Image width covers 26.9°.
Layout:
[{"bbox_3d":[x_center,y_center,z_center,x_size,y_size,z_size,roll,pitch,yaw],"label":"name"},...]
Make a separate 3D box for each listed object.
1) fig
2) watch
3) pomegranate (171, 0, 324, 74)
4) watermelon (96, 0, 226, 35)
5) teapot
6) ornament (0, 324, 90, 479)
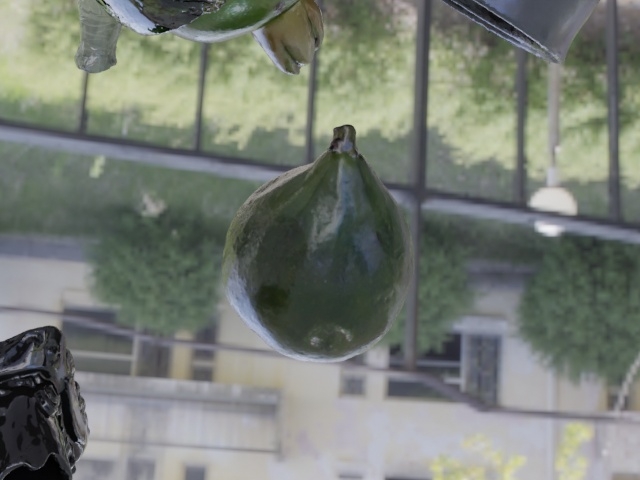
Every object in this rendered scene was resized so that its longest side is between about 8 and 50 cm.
[{"bbox_3d":[0.000,0.000,1.326,0.195,0.195,0.245,4,135,-3],"label":"fig"},{"bbox_3d":[0.184,-0.356,1.566,0.327,0.314,0.335,33,-173,0],"label":"watch"},{"bbox_3d":[-0.099,-0.257,1.244,0.159,0.190,0.241,-41,158,1],"label":"pomegranate"},{"bbox_3d":[-0.119,-0.227,0.906,0.119,0.245,0.063,-19,144,8],"label":"watermelon"},{"bbox_3d":[-0.222,-0.213,1.353,0.057,0.083,0.067,18,-162,15],"label":"teapot"},{"bbox_3d":[-0.263,0.242,1.220,0.106,0.260,0.251,-9,145,-5],"label":"ornament"}]
